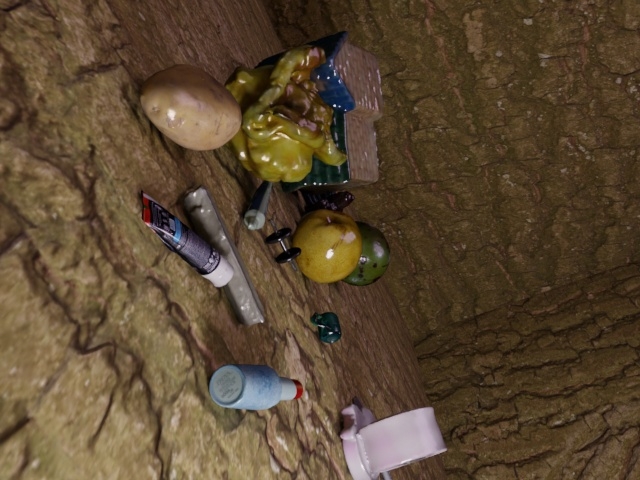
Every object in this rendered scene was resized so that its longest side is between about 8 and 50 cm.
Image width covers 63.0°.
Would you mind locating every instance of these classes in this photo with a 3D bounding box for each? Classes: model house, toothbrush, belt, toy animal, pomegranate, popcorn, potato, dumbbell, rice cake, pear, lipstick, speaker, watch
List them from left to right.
[{"bbox_3d":[-0.229,-0.229,0.930,0.161,0.128,0.235,49,21,-16],"label":"potato"},{"bbox_3d":[-0.164,0.028,0.900,0.057,0.052,0.256,-1,-66,65],"label":"rice cake"},{"bbox_3d":[-0.088,0.239,0.848,0.274,0.061,0.068,42,31,-66],"label":"lipstick"},{"bbox_3d":[-0.102,-0.289,1.249,0.321,0.289,0.326,71,9,-47],"label":"popcorn"},{"bbox_3d":[-0.090,0.012,1.267,0.069,0.069,0.147,-83,151,-68],"label":"dumbbell"},{"bbox_3d":[-0.045,-0.373,1.617,0.400,0.394,0.446,-9,94,-64],"label":"model house"},{"bbox_3d":[-0.013,-0.215,1.955,0.128,0.122,0.218,-83,156,-72],"label":"belt"},{"bbox_3d":[0.017,0.226,1.402,0.094,0.060,0.075,56,15,-48],"label":"speaker"},{"bbox_3d":[0.021,0.021,1.467,0.209,0.208,0.209,-21,90,-79],"label":"pear"},{"bbox_3d":[0.042,-0.098,1.814,0.218,0.179,0.116,-2,75,-58],"label":"toy animal"},{"bbox_3d":[0.118,0.042,1.814,0.243,0.242,0.306,71,15,13],"label":"pomegranate"},{"bbox_3d":[0.165,0.611,1.492,0.029,0.024,0.354,-10,78,-88],"label":"toothbrush"},{"bbox_3d":[0.180,0.474,1.281,0.244,0.231,0.196,41,27,-61],"label":"watch"}]

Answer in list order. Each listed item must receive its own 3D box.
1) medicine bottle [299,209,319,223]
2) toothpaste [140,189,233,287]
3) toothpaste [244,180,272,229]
[{"bbox_3d":[0.000,0.000,1.643,0.105,0.104,0.168,48,24,-62],"label":"medicine bottle"},{"bbox_3d":[-0.206,0.002,0.794,0.193,0.045,0.071,49,13,-44],"label":"toothpaste"},{"bbox_3d":[-0.141,-0.093,1.238,0.268,0.047,0.069,-84,-179,-61],"label":"toothpaste"}]
